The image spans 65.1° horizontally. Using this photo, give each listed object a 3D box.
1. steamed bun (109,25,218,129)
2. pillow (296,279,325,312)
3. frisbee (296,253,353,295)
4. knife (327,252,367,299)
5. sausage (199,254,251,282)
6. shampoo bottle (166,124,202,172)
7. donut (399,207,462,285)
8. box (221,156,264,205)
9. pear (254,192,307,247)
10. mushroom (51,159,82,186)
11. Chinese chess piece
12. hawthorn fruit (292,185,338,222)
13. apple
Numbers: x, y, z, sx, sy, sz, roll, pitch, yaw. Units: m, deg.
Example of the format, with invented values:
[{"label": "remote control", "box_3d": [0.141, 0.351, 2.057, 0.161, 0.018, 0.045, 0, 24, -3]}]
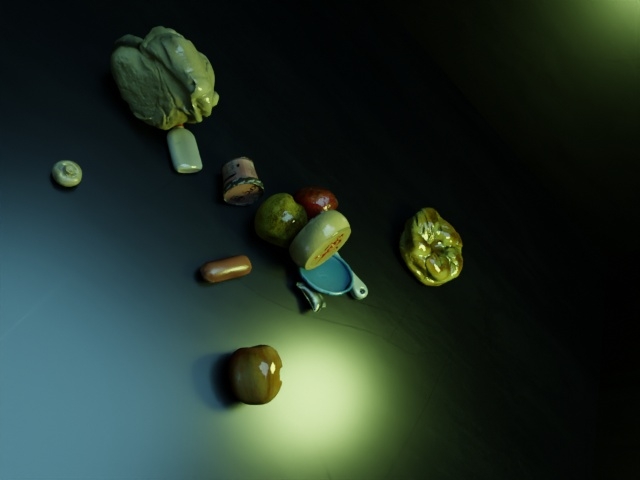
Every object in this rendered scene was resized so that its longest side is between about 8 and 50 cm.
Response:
[{"label": "steamed bun", "box_3d": [-0.512, -0.549, 1.697, 0.230, 0.372, 0.325, -53, 134, -50]}, {"label": "pillow", "box_3d": [-0.033, 0.205, 1.891, 0.091, 0.055, 0.136, -28, 85, -36]}, {"label": "frisbee", "box_3d": [0.015, 0.126, 1.948, 0.242, 0.045, 0.242, 17, 40, -15]}, {"label": "knife", "box_3d": [0.077, 0.101, 2.047, 0.080, 0.044, 0.331, -33, 84, -32]}, {"label": "sausage", "box_3d": [-0.322, 0.096, 1.710, 0.194, 0.077, 0.077, -14, 78, -41]}, {"label": "shampoo bottle", "box_3d": [-0.498, -0.350, 1.802, 0.108, 0.051, 0.221, -7, 74, -37]}, {"label": "donut", "box_3d": [0.520, 0.028, 2.337, 0.360, 0.170, 0.360, 18, 59, -33]}, {"label": "box", "box_3d": [-0.295, -0.221, 1.838, 0.151, 0.151, 0.135, 2, 60, -37]}, {"label": "pear", "box_3d": [-0.142, -0.079, 1.849, 0.197, 0.197, 0.197, 17, 59, -31]}, {"label": "mushroom", "box_3d": [-0.764, -0.204, 1.513, 0.083, 0.067, 0.083, 19, 60, -38]}, {"label": "Chinese chess piece", "box_3d": [0.000, 0.000, 1.842, 0.251, 0.251, 0.097, -28, 68, -43]}, {"label": "hawthorn fruit", "box_3d": [-0.040, -0.129, 1.982, 0.202, 0.185, 0.185, 13, 60, -12]}, {"label": "apple", "box_3d": [-0.201, 0.424, 1.584, 0.199, 0.199, 0.199, 17, 59, -31]}]
